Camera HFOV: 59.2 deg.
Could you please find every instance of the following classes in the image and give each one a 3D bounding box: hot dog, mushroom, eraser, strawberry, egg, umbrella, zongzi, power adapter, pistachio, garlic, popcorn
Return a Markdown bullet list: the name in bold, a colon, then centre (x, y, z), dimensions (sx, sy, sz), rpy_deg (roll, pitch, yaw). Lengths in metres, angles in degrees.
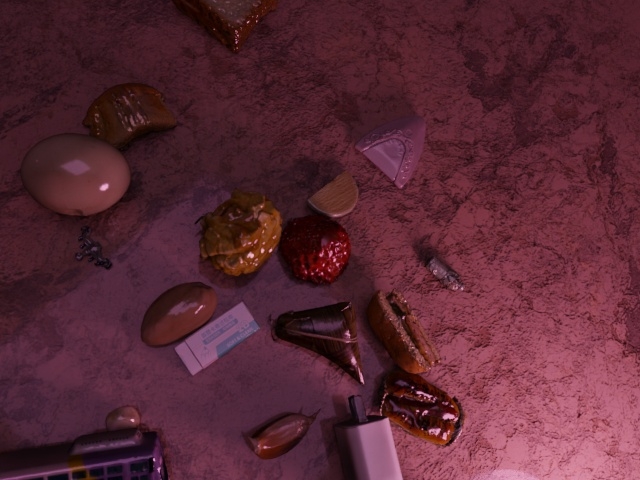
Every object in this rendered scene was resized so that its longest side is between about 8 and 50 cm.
- **hot dog**: centre (0.286, 0.477, 1.604), dimensions (0.270, 0.082, 0.163), rpy_deg (29, 72, -5)
- **mushroom**: centre (-0.503, 0.458, 1.432), dimensions (0.083, 0.084, 0.067), rpy_deg (-27, 40, -18)
- **eraser**: centre (0.257, -0.320, 1.821), dimensions (0.204, 0.059, 0.243), rpy_deg (41, 75, 0)
- **strawberry**: centre (0.000, 0.000, 1.620), dimensions (0.233, 0.178, 0.234), rpy_deg (6, 69, -16)
- **egg**: centre (-0.643, -0.173, 1.490), dimensions (0.269, 0.219, 0.219), rpy_deg (7, 74, -11)
- **umbrella**: centre (0.386, 0.107, 1.742), dimensions (0.143, 0.062, 0.067), rpy_deg (37, 40, -1)
- **zongzi**: centre (-0.007, 0.306, 1.574), dimensions (0.247, 0.111, 0.241), rpy_deg (-8, 83, -10)
- **power adapter**: centre (0.120, 0.539, 1.492), dimensions (0.124, 0.187, 0.256), rpy_deg (-8, 77, -16)
- **pistachio**: centre (-0.381, 0.193, 1.507), dimensions (0.225, 0.136, 0.136), rpy_deg (-35, 85, -13)
- **eraser**: centre (-0.281, 0.266, 1.543), dimensions (0.225, 0.052, 0.096), rpy_deg (-34, 87, -20)
- **garlic**: centre (-0.090, 0.504, 1.483), dimensions (0.198, 0.129, 0.091), rpy_deg (-19, 64, -14)
- **popcorn**: centre (-0.226, -0.026, 1.551), dimensions (0.225, 0.249, 0.249), rpy_deg (39, 69, 18)

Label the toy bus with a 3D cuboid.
- **toy bus**: centre (-0.564, 0.583, 1.295), dimensions (0.439, 0.209, 0.250), rpy_deg (-4, 86, -15)

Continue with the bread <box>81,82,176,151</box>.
- **bread**: centre (-0.550, -0.366, 1.609), dimensions (0.251, 0.133, 0.174), rpy_deg (-26, 84, -19)

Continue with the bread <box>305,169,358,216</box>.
- **bread**: centre (0.052, -0.127, 1.725), dimensions (0.112, 0.036, 0.193), rpy_deg (46, 59, 5)

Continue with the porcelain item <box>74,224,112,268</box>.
- **porcelain item**: centre (-0.636, 0.030, 1.540), dimensions (0.075, 0.021, 0.136), rpy_deg (-31, 84, -19)

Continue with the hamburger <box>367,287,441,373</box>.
- **hamburger**: centre (0.220, 0.267, 1.620), dimensions (0.124, 0.131, 0.262), rpy_deg (-14, 70, -51)

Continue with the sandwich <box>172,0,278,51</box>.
- **sandwich**: centre (-0.277, -0.799, 1.792), dimensions (0.262, 0.131, 0.325), rpy_deg (36, 73, 0)
